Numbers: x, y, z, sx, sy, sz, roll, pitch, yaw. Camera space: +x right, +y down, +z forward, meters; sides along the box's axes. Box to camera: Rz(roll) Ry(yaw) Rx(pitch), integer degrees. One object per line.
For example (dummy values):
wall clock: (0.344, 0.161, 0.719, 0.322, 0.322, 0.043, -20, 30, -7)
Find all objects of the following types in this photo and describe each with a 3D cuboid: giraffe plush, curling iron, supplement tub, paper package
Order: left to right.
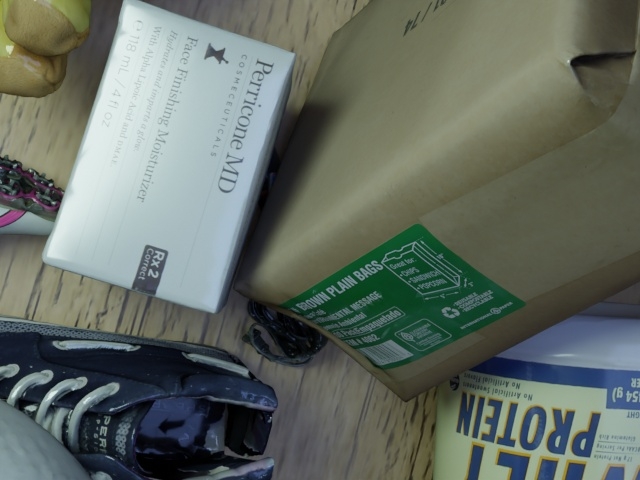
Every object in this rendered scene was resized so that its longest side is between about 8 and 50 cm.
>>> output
giraffe plush: (-0.161, -0.218, 0.792, 0.171, 0.181, 0.210, -12, 67, -33)
curling iron: (-0.048, -0.027, 0.911, 0.068, 0.035, 0.274, -13, 97, -20)
paper package: (0.126, -0.092, 0.775, 0.168, 0.325, 0.309, 36, 48, -18)
supplement tub: (0.205, 0.214, 0.907, 0.235, 0.235, 0.324, 3, 91, -21)

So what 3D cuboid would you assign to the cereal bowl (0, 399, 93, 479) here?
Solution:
cereal bowl: (-0.284, 0.256, 0.681, 0.339, 0.141, 0.338, -1, 100, -4)

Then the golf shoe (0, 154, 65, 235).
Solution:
golf shoe: (-0.275, -0.024, 0.819, 0.186, 0.067, 0.086, 10, 116, -22)

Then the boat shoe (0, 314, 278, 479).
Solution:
boat shoe: (-0.190, 0.117, 0.797, 0.341, 0.158, 0.127, 1, 91, -21)

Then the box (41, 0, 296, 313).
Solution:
box: (-0.099, -0.051, 0.800, 0.119, 0.182, 0.181, 17, 87, -3)

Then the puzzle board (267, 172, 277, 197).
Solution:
puzzle board: (0.000, 0.000, 0.907, 0.128, 0.011, 0.096, 6, 88, -53)
